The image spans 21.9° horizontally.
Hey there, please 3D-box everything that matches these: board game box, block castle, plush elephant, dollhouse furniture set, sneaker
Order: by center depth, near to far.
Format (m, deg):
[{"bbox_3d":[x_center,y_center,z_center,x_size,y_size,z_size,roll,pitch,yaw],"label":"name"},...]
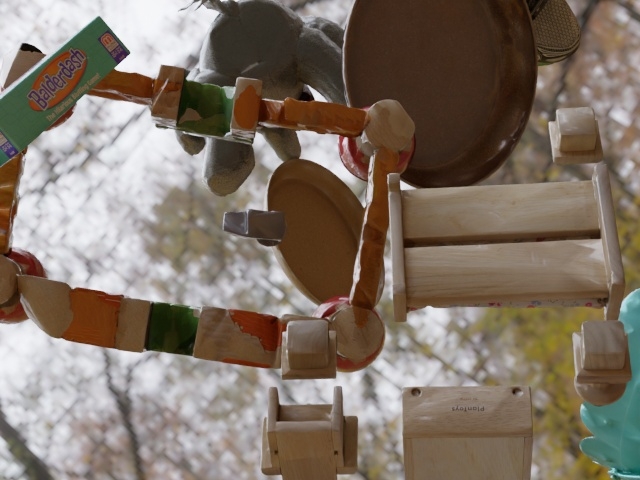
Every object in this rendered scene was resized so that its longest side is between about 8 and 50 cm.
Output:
[{"bbox_3d":[-0.278,-0.100,1.451,0.210,0.047,0.160,-27,17,46],"label":"board game box"},{"bbox_3d":[0.108,0.069,1.467,0.174,0.303,0.355,85,-175,-50],"label":"dollhouse furniture set"},{"bbox_3d":[-0.134,-0.027,1.743,0.213,0.453,0.303,131,147,-85],"label":"block castle"},{"bbox_3d":[0.220,-0.349,2.139,0.343,0.146,0.134,39,-111,-25],"label":"sneaker"},{"bbox_3d":[-0.088,-0.208,2.244,0.272,0.330,0.255,-31,-14,-6],"label":"plush elephant"}]

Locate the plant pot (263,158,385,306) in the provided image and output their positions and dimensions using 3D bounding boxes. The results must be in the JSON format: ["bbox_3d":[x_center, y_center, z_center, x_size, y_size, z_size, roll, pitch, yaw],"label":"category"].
[{"bbox_3d":[0.000,0.000,2.275,0.032,0.236,0.236,-30,-13,34],"label":"plant pot"}]

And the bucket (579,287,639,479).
[{"bbox_3d":[0.406,0.142,1.643,0.281,0.183,0.281,-35,-40,-36],"label":"bucket"}]

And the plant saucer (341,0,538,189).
[{"bbox_3d":[0.137,-0.213,1.990,0.310,0.050,0.310,-4,-83,-37],"label":"plant saucer"}]
